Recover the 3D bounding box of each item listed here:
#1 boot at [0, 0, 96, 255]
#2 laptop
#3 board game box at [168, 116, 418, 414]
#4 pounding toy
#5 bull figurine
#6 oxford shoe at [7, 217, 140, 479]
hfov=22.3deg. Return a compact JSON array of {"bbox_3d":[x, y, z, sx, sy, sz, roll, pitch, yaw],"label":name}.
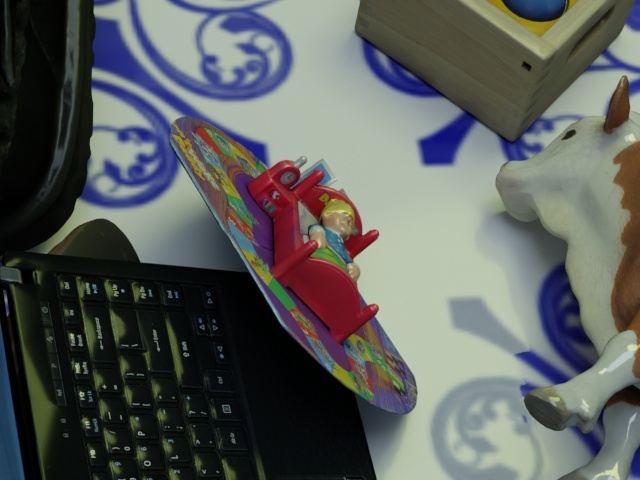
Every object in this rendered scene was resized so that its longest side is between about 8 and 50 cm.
[{"bbox_3d":[-0.179,-0.171,0.676,0.131,0.260,0.348,-11,77,7],"label":"boot"},{"bbox_3d":[-0.044,0.080,0.596,0.264,0.136,0.234,7,58,-36],"label":"laptop"},{"bbox_3d":[0.000,0.000,0.728,0.033,0.133,0.169,-39,64,13],"label":"board game box"},{"bbox_3d":[0.101,-0.157,0.859,0.130,0.100,0.141,37,60,15],"label":"pounding toy"},{"bbox_3d":[0.197,0.058,0.737,0.310,0.101,0.188,31,62,14],"label":"bull figurine"},{"bbox_3d":[-0.133,0.071,0.699,0.076,0.076,0.212,-14,37,30],"label":"oxford shoe"}]
